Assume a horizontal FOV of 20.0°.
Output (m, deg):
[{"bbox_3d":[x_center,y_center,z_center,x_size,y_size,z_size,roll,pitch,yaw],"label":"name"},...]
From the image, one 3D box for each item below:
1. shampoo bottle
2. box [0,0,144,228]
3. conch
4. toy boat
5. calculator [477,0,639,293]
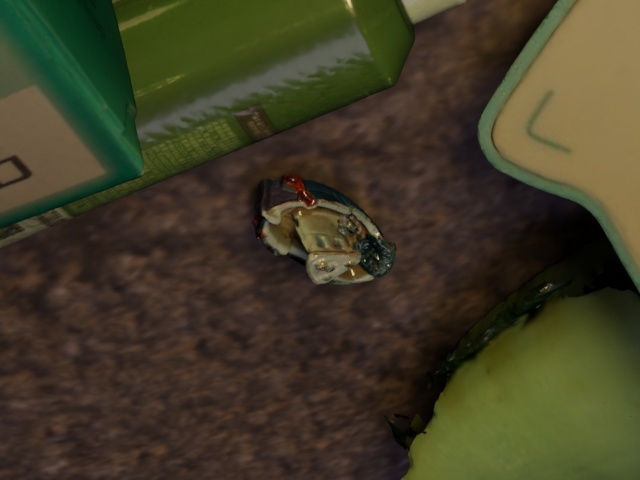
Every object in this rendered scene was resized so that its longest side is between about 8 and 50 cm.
[{"bbox_3d":[-0.034,-0.055,0.555,0.204,0.065,0.065,-21,149,9],"label":"shampoo bottle"},{"bbox_3d":[-0.188,-0.045,0.471,0.245,0.092,0.153,-19,150,7],"label":"box"},{"bbox_3d":[0.130,0.062,0.799,0.250,0.137,0.143,-8,-178,23],"label":"conch"},{"bbox_3d":[0.000,0.000,0.690,0.038,0.038,0.083,-30,148,22],"label":"toy boat"},{"bbox_3d":[0.230,-0.057,0.510,0.054,0.256,0.386,-20,165,-48],"label":"calculator"}]
